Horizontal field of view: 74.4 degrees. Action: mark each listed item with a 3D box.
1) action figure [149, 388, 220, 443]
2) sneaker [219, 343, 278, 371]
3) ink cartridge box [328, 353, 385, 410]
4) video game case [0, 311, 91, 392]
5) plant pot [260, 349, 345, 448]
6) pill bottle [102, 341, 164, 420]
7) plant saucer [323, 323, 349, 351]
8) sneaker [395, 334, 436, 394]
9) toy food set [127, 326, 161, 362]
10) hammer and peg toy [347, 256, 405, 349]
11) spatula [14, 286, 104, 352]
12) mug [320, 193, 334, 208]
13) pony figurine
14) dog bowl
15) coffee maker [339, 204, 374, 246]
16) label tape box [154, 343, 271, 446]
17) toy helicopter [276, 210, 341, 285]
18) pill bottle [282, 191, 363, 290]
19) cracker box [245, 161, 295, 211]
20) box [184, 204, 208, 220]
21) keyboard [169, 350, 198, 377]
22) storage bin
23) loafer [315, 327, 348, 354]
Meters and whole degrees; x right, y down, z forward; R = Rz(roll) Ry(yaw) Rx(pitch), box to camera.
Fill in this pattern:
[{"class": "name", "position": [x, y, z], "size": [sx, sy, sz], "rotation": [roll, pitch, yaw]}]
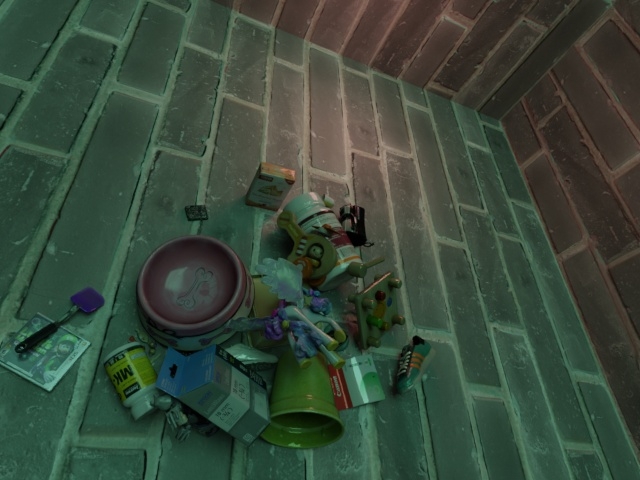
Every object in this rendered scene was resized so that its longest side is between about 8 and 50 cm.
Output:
[{"class": "action figure", "position": [-0.394, 0.500, 1.239], "size": [0.285, 0.099, 0.186], "rotation": [47, 14, -51]}, {"class": "sneaker", "position": [-0.261, 0.409, 1.487], "size": [0.234, 0.090, 0.095], "rotation": [8, 45, -26]}, {"class": "ink cartridge box", "position": [0.122, 0.544, 1.621], "size": [0.224, 0.056, 0.181], "rotation": [1, 57, -31]}, {"class": "video game case", "position": [-0.830, 0.331, 1.263], "size": [0.190, 0.022, 0.173], "rotation": [32, 48, -5]}, {"class": "plant pot", "position": [-0.063, 0.518, 1.423], "size": [0.275, 0.276, 0.254], "rotation": [18, 39, -17]}, {"class": "pill bottle", "position": [-0.560, 0.426, 1.280], "size": [0.119, 0.119, 0.209], "rotation": [-24, 71, -38]}, {"class": "plant saucer", "position": [0.069, 0.391, 1.719], "size": [0.119, 0.021, 0.120], "rotation": [14, 52, -19]}, {"class": "sneaker", "position": [0.370, 0.511, 1.752], "size": [0.121, 0.108, 0.302], "rotation": [46, 40, 8]}, {"class": "toy food set", "position": [-0.586, 0.349, 1.387], "size": [0.122, 0.019, 0.078], "rotation": [42, 48, 4]}, {"class": "hammer and peg toy", "position": [0.235, 0.235, 1.726], "size": [0.265, 0.127, 0.362], "rotation": [-28, 119, -40]}, {"class": "spatula", "position": [-0.802, 0.245, 1.306], "size": [0.084, 0.030, 0.296], "rotation": [39, 40, -1]}, {"class": "mug", "position": [0.031, -0.186, 2.094], "size": [0.064, 0.078, 0.062], "rotation": [23, 16, -24]}, {"class": "pony figurine", "position": [-0.093, 0.253, 1.398], "size": [0.350, 0.303, 0.363], "rotation": [20, 21, -50]}, {"class": "dog bowl", "position": [-0.432, 0.160, 1.441], "size": [0.407, 0.150, 0.409], "rotation": [3, 61, -5]}, {"class": "coffee maker", "position": [0.170, -0.067, 2.055], "size": [0.171, 0.120, 0.179], "rotation": [34, 45, -36]}, {"class": "label tape box", "position": [-0.313, 0.433, 1.283], "size": [0.333, 0.106, 0.240], "rotation": [42, 2, -17]}, {"class": "toy helicopter", "position": [-0.056, -0.008, 1.658], "size": [0.355, 0.235, 0.140], "rotation": [50, 11, 34]}, {"class": "pill bottle", "position": [0.000, 0.000, 1.824], "size": [0.223, 0.224, 0.393], "rotation": [-14, 66, -35]}, {"class": "cracker box", "position": [-0.223, -0.232, 1.858], "size": [0.155, 0.232, 0.067], "rotation": [11, 53, -21]}, {"class": "box", "position": [-0.516, -0.115, 1.756], "size": [0.083, 0.018, 0.067], "rotation": [-7, 62, -33]}, {"class": "keyboard", "position": [-0.456, 0.379, 1.436], "size": [0.108, 0.023, 0.180], "rotation": [15, 53, -20]}, {"class": "storage bin", "position": [-0.159, 0.260, 1.620], "size": [0.262, 0.123, 0.261], "rotation": [-2, 59, -30]}, {"class": "loafer", "position": [0.017, 0.402, 1.620], "size": [0.219, 0.078, 0.080], "rotation": [-30, 93, -28]}]
